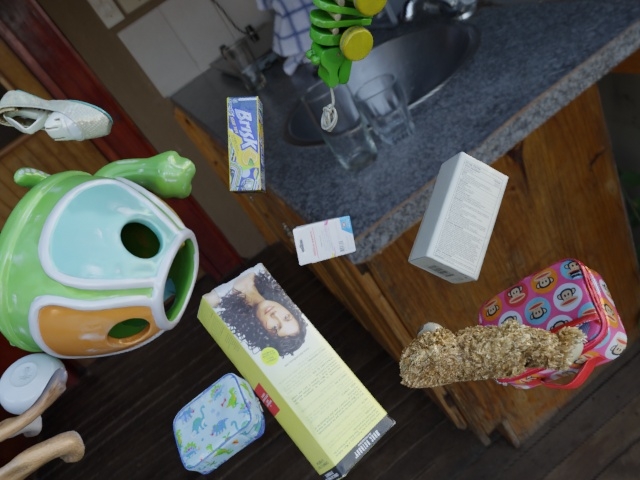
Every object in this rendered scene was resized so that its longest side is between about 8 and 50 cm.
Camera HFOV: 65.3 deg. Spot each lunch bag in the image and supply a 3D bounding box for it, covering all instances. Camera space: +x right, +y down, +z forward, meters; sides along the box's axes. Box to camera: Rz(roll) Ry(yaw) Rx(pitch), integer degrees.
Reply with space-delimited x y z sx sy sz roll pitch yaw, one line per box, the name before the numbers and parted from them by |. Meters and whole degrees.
lunch bag | -0.255 0.453 1.252 0.219 0.090 0.176 -39 48 2
lunch bag | 0.507 0.207 1.114 0.293 0.120 0.258 -41 34 38

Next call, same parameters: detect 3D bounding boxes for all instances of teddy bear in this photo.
teddy bear | 0.311 0.198 0.931 0.338 0.245 0.113 -9 78 13

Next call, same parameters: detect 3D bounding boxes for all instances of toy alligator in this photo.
toy alligator | 0.010 -0.179 0.445 0.051 0.189 0.056 -7 46 -28

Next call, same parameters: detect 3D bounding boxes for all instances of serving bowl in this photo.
serving bowl | -0.380 0.181 0.651 0.083 0.027 0.083 -2 47 2

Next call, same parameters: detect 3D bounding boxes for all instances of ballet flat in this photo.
ballet flat | -0.343 -0.150 0.638 0.168 0.057 0.052 14 57 19

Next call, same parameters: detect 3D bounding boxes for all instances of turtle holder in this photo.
turtle holder | -0.292 0.021 0.714 0.227 0.243 0.320 8 25 6

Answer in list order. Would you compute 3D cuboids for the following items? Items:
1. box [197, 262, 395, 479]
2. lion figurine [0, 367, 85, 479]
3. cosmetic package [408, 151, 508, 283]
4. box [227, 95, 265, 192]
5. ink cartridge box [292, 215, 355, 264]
box | -0.032 0.139 0.545 0.087 0.232 0.058 -32 -17 -36
lion figurine | -0.419 0.292 0.508 0.142 0.240 0.392 41 115 31
cosmetic package | 0.369 -0.057 1.340 0.309 0.160 0.113 -67 11 -16
box | -0.134 -0.172 0.909 0.059 0.169 0.054 -2 -1 2
ink cartridge box | 0.000 0.000 1.386 0.181 0.104 0.061 -14 6 -28
